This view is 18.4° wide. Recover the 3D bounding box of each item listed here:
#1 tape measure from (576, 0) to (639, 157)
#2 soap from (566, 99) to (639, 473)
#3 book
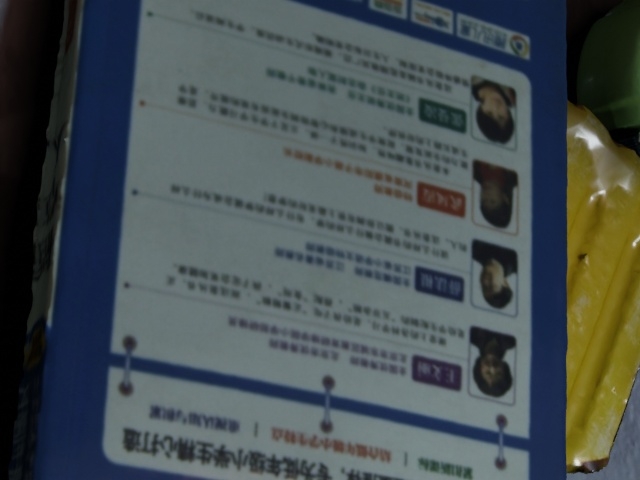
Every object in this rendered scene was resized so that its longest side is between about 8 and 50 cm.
[{"bbox_3d":[0.236,-0.089,1.271,0.154,0.087,0.177,24,65,-34],"label":"tape measure"},{"bbox_3d":[0.110,0.047,1.143,0.160,0.080,0.257,39,59,-25],"label":"soap"},{"bbox_3d":[0.000,0.000,1.015,0.300,0.039,0.428,15,65,-25],"label":"book"}]
